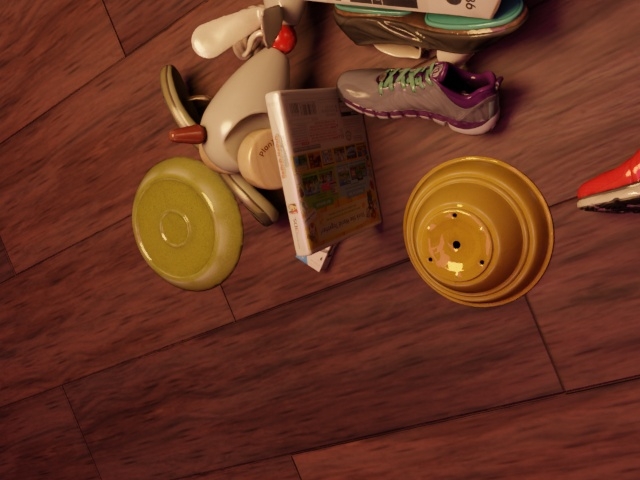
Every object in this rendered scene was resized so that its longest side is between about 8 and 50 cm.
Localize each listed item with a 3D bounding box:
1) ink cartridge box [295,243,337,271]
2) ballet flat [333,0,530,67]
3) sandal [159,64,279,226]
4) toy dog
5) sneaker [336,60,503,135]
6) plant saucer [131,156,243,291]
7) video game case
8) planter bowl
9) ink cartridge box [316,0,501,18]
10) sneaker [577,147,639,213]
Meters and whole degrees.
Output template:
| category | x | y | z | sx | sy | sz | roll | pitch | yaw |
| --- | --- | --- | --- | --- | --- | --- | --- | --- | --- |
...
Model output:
| category | x | y | z | sx | sy | sz | roll | pitch | yaw |
| --- | --- | --- | --- | --- | --- | --- | --- | --- | --- |
| ink cartridge box | 0.000 | 0.000 | 1.143 | 0.048 | 0.028 | 0.083 | 31 | 115 | 19 |
| ballet flat | 0.145 | -0.283 | 0.961 | 0.280 | 0.095 | 0.096 | 20 | 153 | 34 |
| sandal | -0.148 | -0.157 | 1.156 | 0.086 | 0.120 | 0.303 | -39 | 83 | 2 |
| toy dog | -0.114 | -0.230 | 0.993 | 0.220 | 0.161 | 0.334 | -17 | 70 | 49 |
| sneaker | 0.128 | -0.210 | 0.960 | 0.223 | 0.083 | 0.098 | 12 | 153 | 12 |
| plant saucer | -0.243 | -0.024 | 1.269 | 0.241 | 0.037 | 0.241 | 7 | 104 | 28 |
| video game case | 0.012 | -0.103 | 0.995 | 0.026 | 0.227 | 0.206 | -7 | 98 | 29 |
| planter bowl | 0.198 | -0.002 | 0.996 | 0.217 | 0.090 | 0.217 | 7 | 105 | 27 |
| ink cartridge box | 0.141 | -0.355 | 0.903 | 0.332 | 0.165 | 0.065 | 15 | 149 | 27 |
| sneaker | 0.418 | -0.115 | 0.841 | 0.279 | 0.107 | 0.118 | -32 | 62 | 44 |
